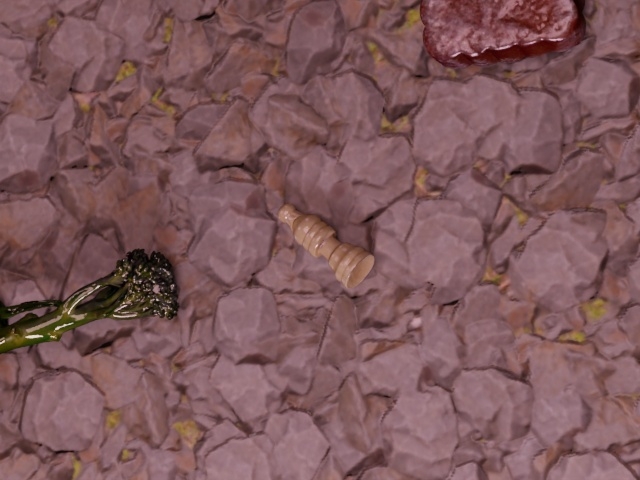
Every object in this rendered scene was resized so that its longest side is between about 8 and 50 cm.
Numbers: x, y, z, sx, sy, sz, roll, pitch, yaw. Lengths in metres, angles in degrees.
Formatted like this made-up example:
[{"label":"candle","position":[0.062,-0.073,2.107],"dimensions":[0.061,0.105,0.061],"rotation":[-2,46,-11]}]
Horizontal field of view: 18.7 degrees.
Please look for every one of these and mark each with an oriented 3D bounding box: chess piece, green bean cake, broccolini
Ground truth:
[{"label":"chess piece","position":[0.000,0.000,1.628],"dimensions":[0.092,0.035,0.035],"rotation":[38,95,22]},{"label":"green bean cake","position":[0.147,-0.214,1.597],"dimensions":[0.136,0.056,0.135],"rotation":[-7,82,17]},{"label":"broccolini","position":[-0.226,0.065,1.649],"dimensions":[0.216,0.058,0.067],"rotation":[-18,90,-2]}]

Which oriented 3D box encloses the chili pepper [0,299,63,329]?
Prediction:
[{"label":"chili pepper","position":[-0.348,0.116,1.706],"dimensions":[0.279,0.065,0.122],"rotation":[-43,86,10]}]
